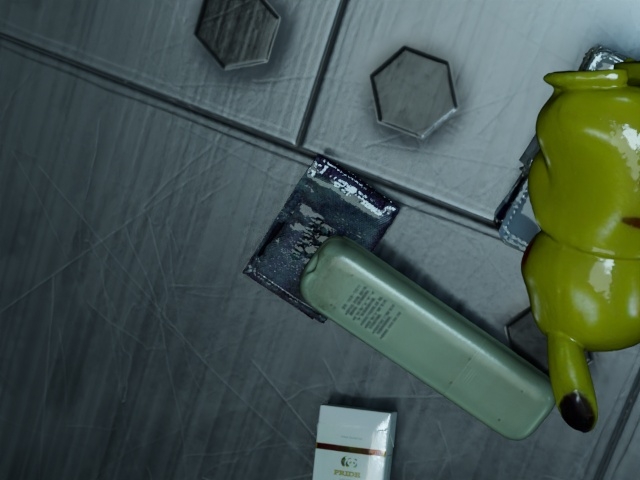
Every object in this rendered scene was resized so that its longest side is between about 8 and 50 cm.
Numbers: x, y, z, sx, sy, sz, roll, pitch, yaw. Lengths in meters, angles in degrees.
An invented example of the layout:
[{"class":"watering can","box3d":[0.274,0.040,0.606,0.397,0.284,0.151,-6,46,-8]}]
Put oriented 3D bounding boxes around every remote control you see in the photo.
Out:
[{"class":"remote control","box3d":[0.116,0.108,1.645,0.309,0.038,0.090,34,110,-2]}]

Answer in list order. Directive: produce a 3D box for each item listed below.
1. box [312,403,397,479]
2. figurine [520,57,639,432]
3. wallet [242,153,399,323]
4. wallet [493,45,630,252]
[{"class":"box","box3d":[0.034,0.263,1.698,0.084,0.040,0.154,5,85,17]},{"class":"figurine","box3d":[0.287,-0.011,1.451,0.169,0.218,0.327,26,118,40]},{"class":"wallet","box3d":[0.000,-0.001,1.667,0.111,0.030,0.166,33,112,-2]},{"class":"wallet","box3d":[0.289,-0.069,1.549,0.170,0.069,0.231,28,104,2]}]
